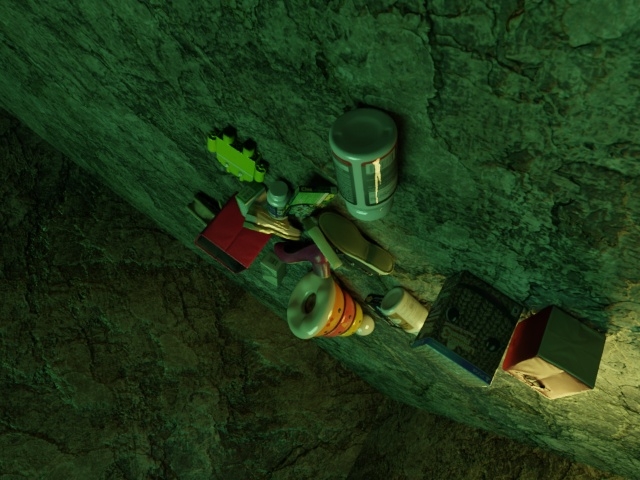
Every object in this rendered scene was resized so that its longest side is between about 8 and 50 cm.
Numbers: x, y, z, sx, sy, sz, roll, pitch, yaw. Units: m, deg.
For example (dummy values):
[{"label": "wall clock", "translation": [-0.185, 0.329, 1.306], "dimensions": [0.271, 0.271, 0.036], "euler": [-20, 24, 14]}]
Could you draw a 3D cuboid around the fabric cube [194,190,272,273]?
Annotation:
[{"label": "fabric cube", "translation": [-0.393, -0.030, 2.074], "dimensions": [0.259, 0.258, 0.254], "euler": [38, 159, -12]}]

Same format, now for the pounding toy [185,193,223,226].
[{"label": "pounding toy", "translation": [-0.541, -0.152, 2.283], "dimensions": [0.270, 0.154, 0.154], "euler": [41, -172, 6]}]

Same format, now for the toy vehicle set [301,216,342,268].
[{"label": "toy vehicle set", "translation": [0.000, 0.000, 1.641], "dimensions": [0.166, 0.035, 0.267], "euler": [55, -179, -13]}]

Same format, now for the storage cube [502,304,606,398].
[{"label": "storage cube", "translation": [0.710, 0.342, 1.369], "dimensions": [0.184, 0.215, 0.193], "euler": [32, 152, 6]}]

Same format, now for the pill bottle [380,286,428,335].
[{"label": "pill bottle", "translation": [0.375, 0.311, 1.879], "dimensions": [0.229, 0.131, 0.131], "euler": [40, 158, -17]}]

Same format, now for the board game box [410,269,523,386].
[{"label": "board game box", "translation": [0.478, 0.288, 1.463], "dimensions": [0.232, 0.291, 0.141], "euler": [32, 159, 2]}]

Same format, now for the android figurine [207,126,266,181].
[{"label": "android figurine", "translation": [-0.305, -0.304, 1.640], "dimensions": [0.248, 0.056, 0.273], "euler": [34, 157, -2]}]

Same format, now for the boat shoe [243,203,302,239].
[{"label": "boat shoe", "translation": [-0.178, -0.072, 1.839], "dimensions": [0.113, 0.103, 0.302], "euler": [16, -179, 39]}]

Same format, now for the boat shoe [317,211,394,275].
[{"label": "boat shoe", "translation": [0.112, 0.025, 1.649], "dimensions": [0.340, 0.127, 0.113], "euler": [31, 149, -19]}]

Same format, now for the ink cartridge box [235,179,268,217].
[{"label": "ink cartridge box", "translation": [-0.273, -0.148, 1.840], "dimensions": [0.062, 0.109, 0.209], "euler": [38, 162, 18]}]

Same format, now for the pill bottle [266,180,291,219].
[{"label": "pill bottle", "translation": [-0.156, -0.154, 1.689], "dimensions": [0.094, 0.094, 0.169], "euler": [30, 159, 9]}]

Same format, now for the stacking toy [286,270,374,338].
[{"label": "stacking toy", "translation": [0.103, 0.376, 2.300], "dimensions": [0.480, 0.350, 0.351], "euler": [24, 166, -32]}]

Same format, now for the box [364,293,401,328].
[{"label": "box", "translation": [0.335, 0.341, 2.109], "dimensions": [0.220, 0.051, 0.175], "euler": [44, 156, -27]}]

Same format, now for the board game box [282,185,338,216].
[{"label": "board game box", "translation": [-0.042, -0.133, 1.565], "dimensions": [0.136, 0.030, 0.260], "euler": [2, 165, -17]}]

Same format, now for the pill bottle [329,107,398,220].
[{"label": "pill bottle", "translation": [0.117, -0.183, 1.146], "dimensions": [0.161, 0.161, 0.283], "euler": [25, 157, 22]}]

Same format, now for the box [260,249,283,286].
[{"label": "box", "translation": [-0.264, 0.160, 2.519], "dimensions": [0.113, 0.094, 0.275], "euler": [30, 158, 10]}]

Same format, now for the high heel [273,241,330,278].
[{"label": "high heel", "translation": [-0.087, 0.025, 2.022], "dimensions": [0.377, 0.127, 0.181], "euler": [21, 127, 39]}]
